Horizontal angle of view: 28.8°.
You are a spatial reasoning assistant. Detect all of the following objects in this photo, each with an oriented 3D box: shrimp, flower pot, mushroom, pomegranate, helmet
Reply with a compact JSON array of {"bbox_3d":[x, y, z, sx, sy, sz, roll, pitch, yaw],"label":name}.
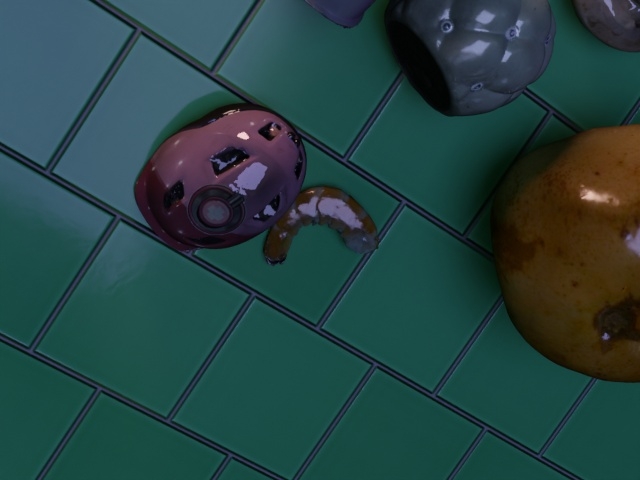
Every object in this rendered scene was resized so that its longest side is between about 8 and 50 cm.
[{"bbox_3d":[0.000,0.000,1.931,0.166,0.049,0.161,-45,112,3],"label":"shrimp"},{"bbox_3d":[0.217,-0.303,1.792,0.195,0.246,0.246,-36,114,-10],"label":"flower pot"},{"bbox_3d":[0.500,-0.393,1.851,0.243,0.243,0.244,-5,109,-15],"label":"mushroom"},{"bbox_3d":[0.460,0.004,1.896,0.416,0.416,0.417,-5,109,-15],"label":"pomegranate"},{"bbox_3d":[-0.132,-0.081,1.811,0.253,0.154,0.198,-41,115,-5],"label":"helmet"}]

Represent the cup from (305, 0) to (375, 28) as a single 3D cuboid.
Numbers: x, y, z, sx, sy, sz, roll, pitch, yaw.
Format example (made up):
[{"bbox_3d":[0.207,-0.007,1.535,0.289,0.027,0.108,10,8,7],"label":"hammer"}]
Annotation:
[{"bbox_3d":[0.089,-0.448,1.660,0.203,0.203,0.288,40,125,-24],"label":"cup"}]
